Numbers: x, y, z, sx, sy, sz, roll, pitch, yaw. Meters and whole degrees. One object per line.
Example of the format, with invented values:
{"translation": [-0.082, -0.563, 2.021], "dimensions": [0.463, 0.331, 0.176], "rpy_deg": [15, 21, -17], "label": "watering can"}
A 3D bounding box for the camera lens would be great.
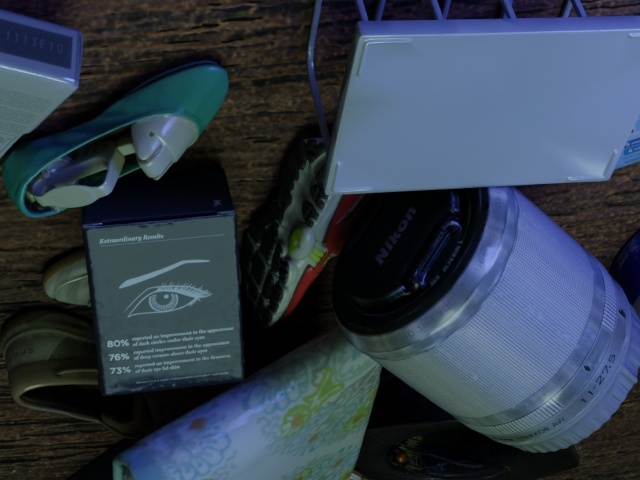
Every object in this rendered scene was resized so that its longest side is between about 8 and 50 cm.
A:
{"translation": [0.165, 0.066, 1.304], "dimensions": [0.219, 0.219, 0.274], "rpy_deg": [-37, 124, 25], "label": "camera lens"}

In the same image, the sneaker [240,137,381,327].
{"translation": [0.000, 0.000, 1.400], "dimensions": [0.118, 0.107, 0.279], "rpy_deg": [-3, 144, -31], "label": "sneaker"}

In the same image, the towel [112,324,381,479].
{"translation": [-0.085, 0.260, 1.491], "dimensions": [0.320, 0.090, 0.374], "rpy_deg": [-32, 155, -25], "label": "towel"}

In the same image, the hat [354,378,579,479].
{"translation": [0.180, 0.235, 1.716], "dimensions": [0.331, 0.134, 0.331], "rpy_deg": [4, 152, 2], "label": "hat"}

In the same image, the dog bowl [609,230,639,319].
{"translation": [0.502, 0.057, 1.627], "dimensions": [0.265, 0.104, 0.265], "rpy_deg": [-10, 142, -8], "label": "dog bowl"}

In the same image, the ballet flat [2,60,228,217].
{"translation": [-0.190, -0.085, 1.239], "dimensions": [0.247, 0.087, 0.083], "rpy_deg": [-23, 147, 10], "label": "ballet flat"}

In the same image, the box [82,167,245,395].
{"translation": [-0.161, 0.042, 1.333], "dimensions": [0.153, 0.108, 0.207], "rpy_deg": [-4, 118, -9], "label": "box"}

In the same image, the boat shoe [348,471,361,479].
{"translation": [-0.024, 0.332, 1.773], "dimensions": [0.170, 0.059, 0.063], "rpy_deg": [0, 155, 32], "label": "boat shoe"}

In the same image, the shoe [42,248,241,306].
{"translation": [-0.193, 0.043, 1.418], "dimensions": [0.219, 0.058, 0.076], "rpy_deg": [-7, 141, -11], "label": "shoe"}

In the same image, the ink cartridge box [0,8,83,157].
{"translation": [-0.379, -0.145, 1.130], "dimensions": [0.275, 0.060, 0.239], "rpy_deg": [11, 159, -30], "label": "ink cartridge box"}

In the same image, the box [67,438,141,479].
{"translation": [-0.243, 0.458, 1.816], "dimensions": [0.343, 0.179, 0.312], "rpy_deg": [-37, 135, 25], "label": "box"}

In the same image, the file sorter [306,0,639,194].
{"translation": [0.135, -0.172, 1.171], "dimensions": [0.278, 0.173, 0.193], "rpy_deg": [-4, 141, -13], "label": "file sorter"}

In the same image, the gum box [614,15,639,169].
{"translation": [0.351, -0.161, 1.361], "dimensions": [0.157, 0.041, 0.184], "rpy_deg": [-18, 142, 4], "label": "gum box"}

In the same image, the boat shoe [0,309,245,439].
{"translation": [-0.224, 0.186, 1.541], "dimensions": [0.341, 0.110, 0.121], "rpy_deg": [20, 130, -36], "label": "boat shoe"}
